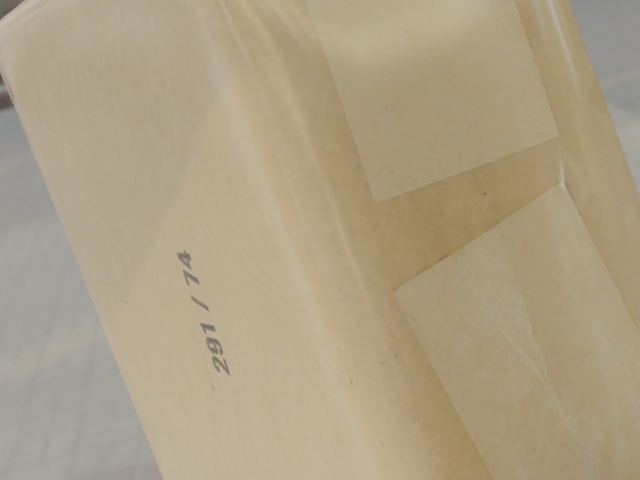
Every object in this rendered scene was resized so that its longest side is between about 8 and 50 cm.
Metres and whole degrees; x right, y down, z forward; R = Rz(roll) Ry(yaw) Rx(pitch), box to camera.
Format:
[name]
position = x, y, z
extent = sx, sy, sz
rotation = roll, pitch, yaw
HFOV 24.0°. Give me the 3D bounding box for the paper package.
[paper package]
position = 0.000, 0.000, 0.728
extent = 0.168, 0.325, 0.309
rotation = -24, 8, -25
